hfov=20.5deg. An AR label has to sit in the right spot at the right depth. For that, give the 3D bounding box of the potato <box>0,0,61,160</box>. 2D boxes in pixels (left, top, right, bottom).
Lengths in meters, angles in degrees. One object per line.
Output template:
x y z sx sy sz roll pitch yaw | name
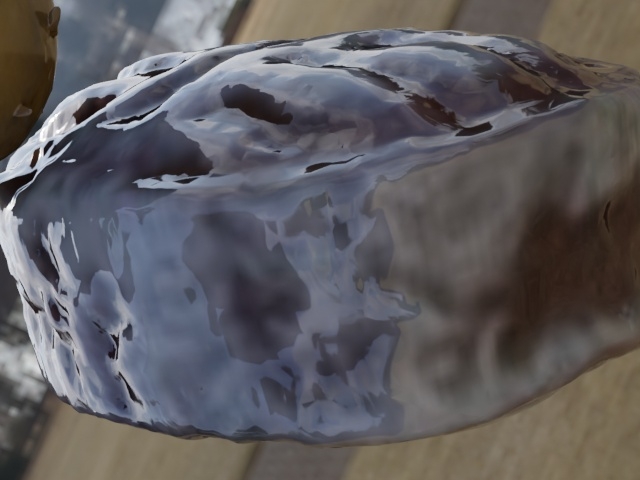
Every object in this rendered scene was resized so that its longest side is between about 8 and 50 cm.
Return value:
-0.161 -0.102 0.653 0.234 0.128 0.161 -90 -15 -48 | potato

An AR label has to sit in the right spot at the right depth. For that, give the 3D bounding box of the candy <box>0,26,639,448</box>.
0.000 0.000 0.669 0.289 0.214 0.157 6 112 54 | candy
